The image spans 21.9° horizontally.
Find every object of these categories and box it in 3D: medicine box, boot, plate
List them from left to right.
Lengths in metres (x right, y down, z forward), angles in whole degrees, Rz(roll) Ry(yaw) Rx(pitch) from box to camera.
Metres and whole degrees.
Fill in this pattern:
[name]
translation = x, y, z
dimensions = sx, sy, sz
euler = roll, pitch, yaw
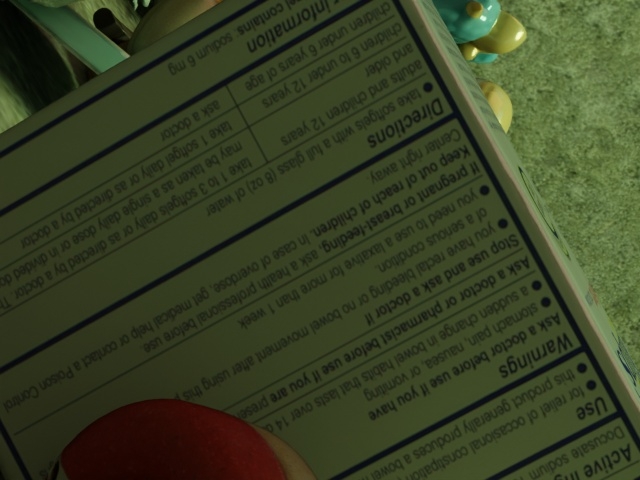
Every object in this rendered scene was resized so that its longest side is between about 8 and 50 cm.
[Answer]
[plate]
translation = -0.141, -0.120, 1.107
dimensions = 0.188, 0.024, 0.188
euler = 40, 1, -1
[boot]
translation = -0.145, -0.120, 1.268
dimensions = 0.087, 0.042, 0.118
euler = 63, 12, -52
[medicine box]
translation = -0.012, 0.046, 0.772
dimensions = 0.289, 0.263, 0.149
euler = 61, 10, 3

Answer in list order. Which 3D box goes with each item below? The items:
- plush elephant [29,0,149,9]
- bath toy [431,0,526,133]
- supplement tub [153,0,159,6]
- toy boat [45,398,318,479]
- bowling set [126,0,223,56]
[plush elephant]
translation = -0.166, -0.285, 0.971
dimensions = 0.255, 0.272, 0.330
euler = 60, -1, 3
[bath toy]
translation = 0.064, -0.058, 1.471
dimensions = 0.151, 0.348, 0.129
euler = 25, -16, 6
[supplement tub]
translation = -0.015, -0.207, 1.610
dimensions = 0.325, 0.235, 0.235
euler = 56, 11, -30
[toy boat]
translation = -0.079, 0.151, 0.592
dimensions = 0.151, 0.151, 0.231
euler = 23, 27, -24
[bowling set]
translation = 0.005, -0.087, 1.245
dimensions = 0.200, 0.154, 0.287
euler = 26, -23, 33
